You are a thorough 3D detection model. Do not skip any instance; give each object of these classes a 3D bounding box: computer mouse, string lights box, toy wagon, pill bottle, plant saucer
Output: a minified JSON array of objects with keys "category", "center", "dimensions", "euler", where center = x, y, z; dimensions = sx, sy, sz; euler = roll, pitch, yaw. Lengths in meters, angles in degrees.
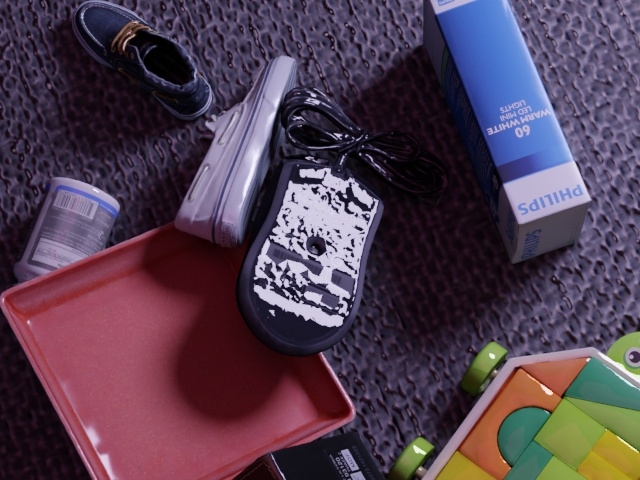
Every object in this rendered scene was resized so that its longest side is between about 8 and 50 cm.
[{"category":"computer mouse","center":[0.000,0.000,1.523],"dimensions":[0.188,0.072,0.272],"euler":[28,62,-8]},{"category":"string lights box","center":[0.177,-0.122,1.534],"dimensions":[0.076,0.133,0.260],"euler":[-19,73,-2]},{"category":"toy wagon","center":[0.240,0.205,1.464],"dimensions":[0.267,0.068,0.344],"euler":[36,79,13]},{"category":"pill bottle","center":[-0.257,0.014,1.554],"dimensions":[0.078,0.078,0.137],"euler":[17,75,9]},{"category":"plant saucer","center":[-0.138,0.119,1.495],"dimensions":[0.258,0.048,0.259],"euler":[-24,72,-25]}]

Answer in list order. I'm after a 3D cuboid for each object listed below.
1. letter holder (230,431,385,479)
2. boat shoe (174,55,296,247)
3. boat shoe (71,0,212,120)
[{"category":"letter holder","center":[-0.003,0.360,1.394],"dimensions":[0.214,0.152,0.302],"euler":[-40,71,27]},{"category":"boat shoe","center":[-0.084,-0.099,1.555],"dimensions":[0.075,0.083,0.226],"euler":[13,55,8]},{"category":"boat shoe","center":[-0.187,-0.201,1.612],"dimensions":[0.183,0.083,0.065],"euler":[37,79,14]}]
